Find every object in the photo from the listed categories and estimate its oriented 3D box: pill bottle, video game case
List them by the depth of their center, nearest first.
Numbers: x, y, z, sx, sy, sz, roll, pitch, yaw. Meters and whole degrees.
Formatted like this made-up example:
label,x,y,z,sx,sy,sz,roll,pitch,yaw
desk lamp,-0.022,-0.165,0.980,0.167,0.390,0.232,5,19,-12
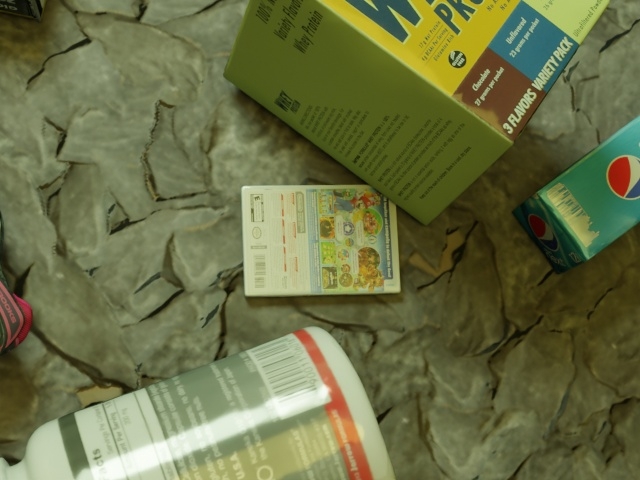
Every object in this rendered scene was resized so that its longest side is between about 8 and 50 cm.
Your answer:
label,x,y,z,sx,sy,sz,roll,pitch,yaw
pill bottle,-0.102,0.178,0.866,0.283,0.161,0.161,-20,83,-11
video game case,0.000,0.000,0.990,0.122,0.011,0.087,-1,79,-8

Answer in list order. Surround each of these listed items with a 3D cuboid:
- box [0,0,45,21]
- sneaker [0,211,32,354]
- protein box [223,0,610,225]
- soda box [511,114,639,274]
label,x,y,z,sx,sy,sz,roll,pitch,yaw
box,-0.347,-0.329,0.967,0.322,0.079,0.257,11,80,-6
sneaker,-0.297,-0.047,0.915,0.112,0.121,0.299,-7,79,-39
protein box,0.060,-0.145,0.924,0.201,0.200,0.136,36,70,-1
soda box,0.259,-0.062,1.008,0.210,0.071,0.067,-34,85,-13
